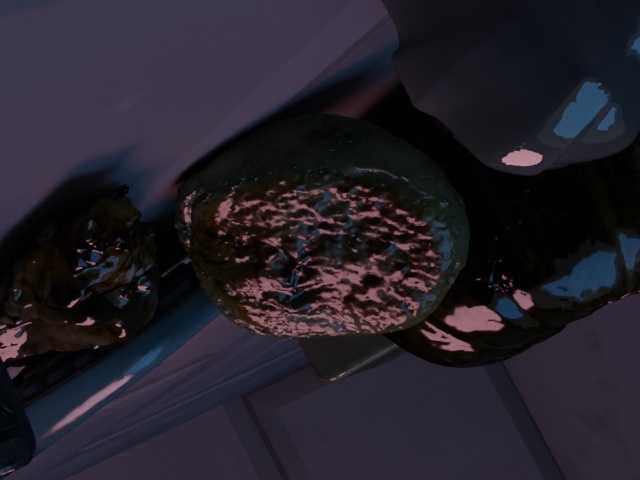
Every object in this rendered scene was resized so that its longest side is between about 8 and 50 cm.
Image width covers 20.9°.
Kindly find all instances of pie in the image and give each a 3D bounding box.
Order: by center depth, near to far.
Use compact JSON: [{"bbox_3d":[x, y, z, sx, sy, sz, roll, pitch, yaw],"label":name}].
[{"bbox_3d":[0.000,0.000,1.071,0.187,0.187,0.041,-32,-145,32],"label":"pie"}]

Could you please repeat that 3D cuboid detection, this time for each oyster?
[{"bbox_3d":[-0.162,0.038,1.063,0.129,0.078,0.345,-16,172,-22],"label":"oyster"}]

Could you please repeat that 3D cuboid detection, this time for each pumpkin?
[{"bbox_3d":[0.155,-0.033,1.229,0.320,0.192,0.320,-26,175,-2],"label":"pumpkin"}]

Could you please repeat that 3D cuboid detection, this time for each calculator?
[{"bbox_3d":[-0.163,0.087,1.282,0.386,0.054,0.256,-34,-176,44],"label":"calculator"}]

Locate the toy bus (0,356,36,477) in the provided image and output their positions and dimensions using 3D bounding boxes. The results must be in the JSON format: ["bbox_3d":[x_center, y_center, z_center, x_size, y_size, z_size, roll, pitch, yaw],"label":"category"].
[{"bbox_3d":[-0.266,0.107,0.926,0.134,0.113,0.246,-29,174,21],"label":"toy bus"}]

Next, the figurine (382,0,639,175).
[{"bbox_3d":[0.116,-0.105,0.784,0.176,0.133,0.236,-37,175,3],"label":"figurine"}]

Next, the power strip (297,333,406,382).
[{"bbox_3d":[0.039,0.035,1.531,0.139,0.140,0.224,-29,172,18],"label":"power strip"}]
